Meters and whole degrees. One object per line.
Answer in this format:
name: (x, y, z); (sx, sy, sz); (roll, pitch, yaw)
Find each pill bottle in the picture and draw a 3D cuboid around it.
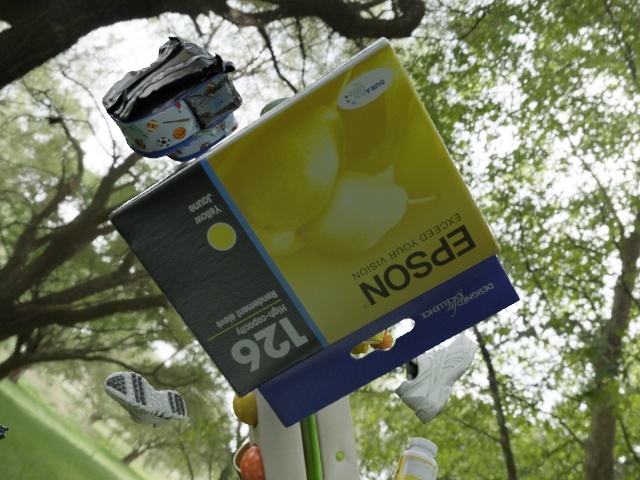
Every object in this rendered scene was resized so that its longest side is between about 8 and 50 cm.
pill bottle: (0.241, 0.603, 1.470); (0.103, 0.184, 0.103); (16, -43, 15)

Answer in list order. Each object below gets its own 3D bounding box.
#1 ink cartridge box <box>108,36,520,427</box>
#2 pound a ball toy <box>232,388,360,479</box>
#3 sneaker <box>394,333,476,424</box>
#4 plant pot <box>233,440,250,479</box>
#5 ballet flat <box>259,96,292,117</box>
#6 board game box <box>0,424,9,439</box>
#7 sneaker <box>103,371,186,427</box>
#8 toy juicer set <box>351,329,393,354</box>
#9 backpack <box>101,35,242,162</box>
ink cartridge box: (0.007, 0.022, 0.569); (0.307, 0.303, 0.072); (57, 9, -13)
pound a ball toy: (-0.059, 0.234, 0.783); (0.208, 0.135, 0.320); (156, -72, -67)
sneaker: (0.232, 0.253, 1.172); (0.115, 0.232, 0.090); (37, -44, 13)
plant pot: (-0.058, 0.593, 1.333); (0.237, 0.237, 0.255); (-5, -81, 54)
ballet flat: (0.007, -0.147, 0.762); (0.188, 0.070, 0.070); (8, -31, 4)
board game box: (-0.768, 0.381, 1.199); (0.126, 0.026, 0.186); (-27, -50, 28)
sneaker: (-0.511, 0.463, 1.634); (0.292, 0.118, 0.110); (48, 16, -46)
toy juicer set: (0.039, 0.252, 1.554); (0.328, 0.090, 0.209); (-9, -23, 23)
backpack: (-0.330, -0.301, 1.282); (0.276, 0.263, 0.213); (37, -27, 47)
